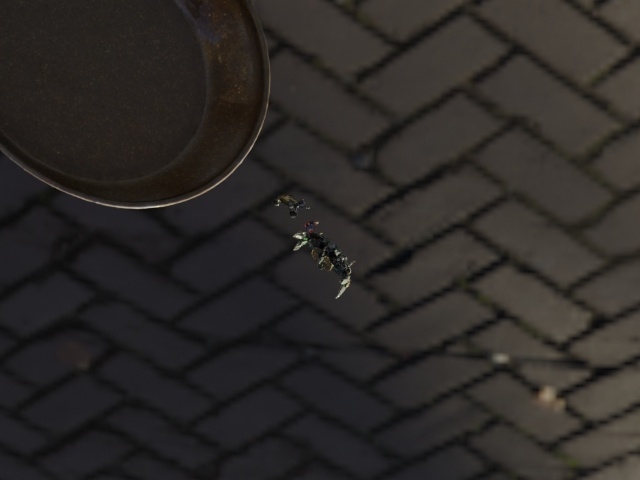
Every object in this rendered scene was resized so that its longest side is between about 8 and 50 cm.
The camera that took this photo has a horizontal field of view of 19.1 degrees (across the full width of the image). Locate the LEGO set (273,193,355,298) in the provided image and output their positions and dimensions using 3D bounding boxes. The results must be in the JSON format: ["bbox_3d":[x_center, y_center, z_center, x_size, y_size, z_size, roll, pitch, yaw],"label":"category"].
[{"bbox_3d":[0.001,0.000,1.261,0.054,0.023,0.083,31,152,40],"label":"LEGO set"}]

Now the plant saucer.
[{"bbox_3d":[-0.123,-0.104,1.048,0.199,0.198,0.036,24,149,-20],"label":"plant saucer"}]
